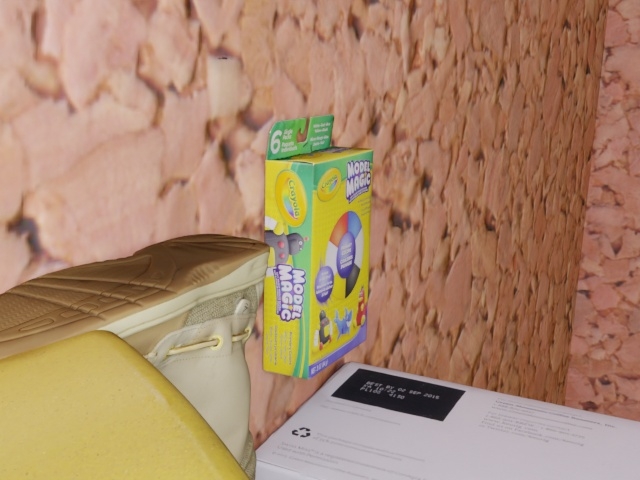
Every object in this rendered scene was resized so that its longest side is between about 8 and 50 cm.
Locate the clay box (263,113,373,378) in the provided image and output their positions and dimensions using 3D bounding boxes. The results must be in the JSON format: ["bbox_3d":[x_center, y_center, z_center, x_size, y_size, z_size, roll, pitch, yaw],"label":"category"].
[{"bbox_3d":[0.000,0.000,0.830,0.127,0.053,0.222,-23,118,-61],"label":"clay box"}]

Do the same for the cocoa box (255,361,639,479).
[{"bbox_3d":[0.134,0.287,0.847,0.231,0.347,0.228,-32,126,-58],"label":"cocoa box"}]

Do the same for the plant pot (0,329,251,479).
[{"bbox_3d":[-0.127,0.165,0.406,0.212,0.187,0.212,-17,128,-13],"label":"plant pot"}]

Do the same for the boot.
[{"bbox_3d":[-0.118,0.114,0.585,0.262,0.095,0.203,-24,120,-63],"label":"boot"}]
